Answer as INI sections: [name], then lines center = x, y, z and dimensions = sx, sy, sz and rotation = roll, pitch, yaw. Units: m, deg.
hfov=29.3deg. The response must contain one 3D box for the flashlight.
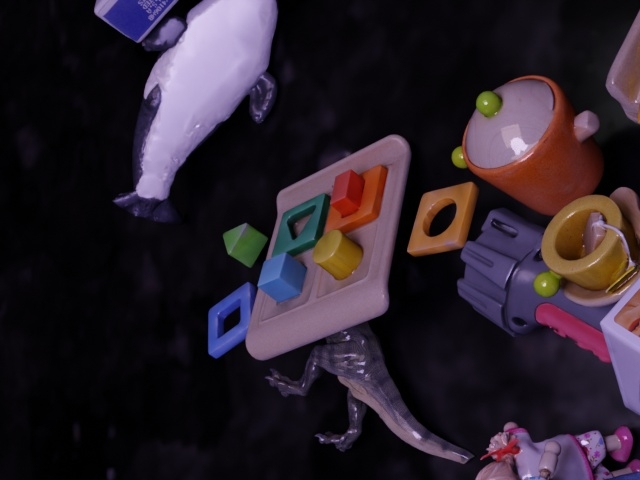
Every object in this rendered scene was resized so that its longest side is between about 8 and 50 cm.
[flashlight]
center = 0.237, 0.086, 0.966
dimensions = 0.103, 0.103, 0.304
rotation = -49, 46, -11

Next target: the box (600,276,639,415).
[box]
center = 0.357, 0.047, 0.778
dimensions = 0.262, 0.126, 0.231
rotation = -45, 50, -11

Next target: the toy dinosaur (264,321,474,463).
[toy dinosaur]
center = 0.025, 0.130, 1.160
dimensions = 0.118, 0.064, 0.268
rotation = -44, 61, 19

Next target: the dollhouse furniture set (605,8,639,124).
[dollhouse furniture set]
center = 0.303, -0.208, 0.762
dimensions = 0.198, 0.151, 0.301
rotation = 22, 83, 41

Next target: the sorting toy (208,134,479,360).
[sorting toy]
center = 0.000, 0.000, 1.161
dimensions = 0.348, 0.047, 0.196
rotation = -25, 43, 38

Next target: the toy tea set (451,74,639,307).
[toy tea set]
center = 0.245, -0.119, 0.921
dimensions = 0.336, 0.124, 0.200
rotation = -46, 35, 11

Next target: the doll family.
[doll family]
center = 0.202, 0.239, 0.896
dimensions = 0.118, 0.163, 0.263
rotation = 116, 141, -59

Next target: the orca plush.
[orca plush]
center = -0.125, -0.156, 1.339
dimensions = 0.151, 0.102, 0.287
rotation = 14, 104, -3

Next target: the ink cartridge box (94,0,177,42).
[ink cartridge box]
center = -0.110, -0.409, 1.312
dimensions = 0.324, 0.071, 0.330
rotation = -43, 27, 25
